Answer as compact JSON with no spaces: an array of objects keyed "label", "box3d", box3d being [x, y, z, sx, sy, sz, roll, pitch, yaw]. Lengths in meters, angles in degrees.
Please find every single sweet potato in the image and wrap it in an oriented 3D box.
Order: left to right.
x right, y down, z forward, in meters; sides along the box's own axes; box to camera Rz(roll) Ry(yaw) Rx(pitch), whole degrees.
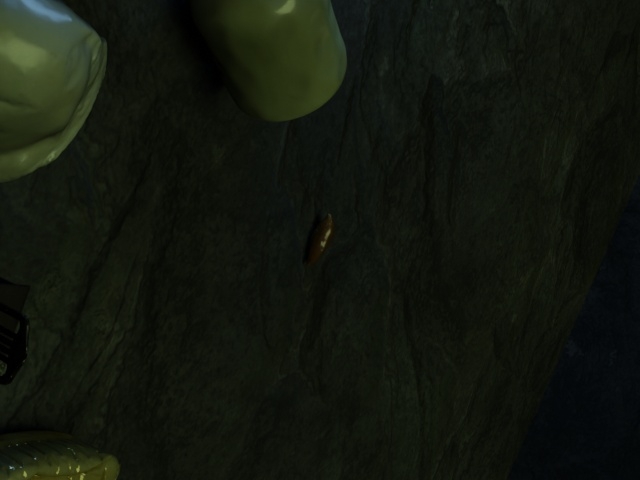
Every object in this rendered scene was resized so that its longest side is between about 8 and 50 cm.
[{"label":"sweet potato","box3d":[0.000,0.000,1.768,0.034,0.034,0.095,11,108,-58]}]

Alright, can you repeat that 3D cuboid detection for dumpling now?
[{"label":"dumpling","box3d":[-0.352,-0.167,1.068,0.227,0.243,0.175,-61,-169,19]}]

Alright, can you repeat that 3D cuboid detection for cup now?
[{"label":"cup","box3d":[-0.044,-0.309,1.400,0.255,0.173,0.202,-53,146,-23]}]

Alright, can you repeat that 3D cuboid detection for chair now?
[{"label":"chair","box3d":[-0.344,0.088,1.131,0.101,0.213,0.084,16,93,-57]}]

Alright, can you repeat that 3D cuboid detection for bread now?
[{"label":"bread","box3d":[-0.363,0.308,1.324,0.236,0.106,0.140,8,99,-58]}]
